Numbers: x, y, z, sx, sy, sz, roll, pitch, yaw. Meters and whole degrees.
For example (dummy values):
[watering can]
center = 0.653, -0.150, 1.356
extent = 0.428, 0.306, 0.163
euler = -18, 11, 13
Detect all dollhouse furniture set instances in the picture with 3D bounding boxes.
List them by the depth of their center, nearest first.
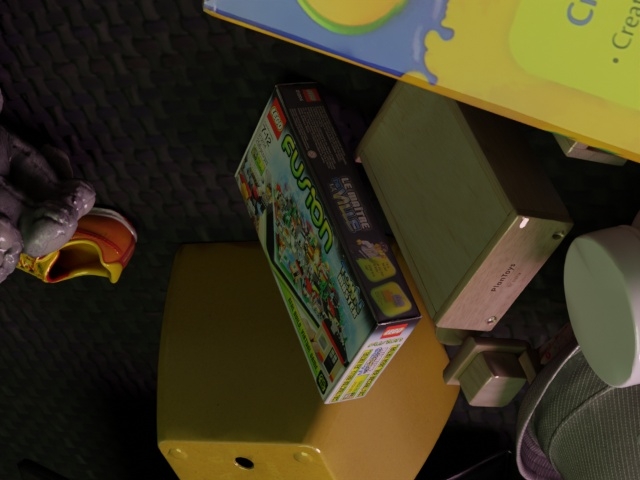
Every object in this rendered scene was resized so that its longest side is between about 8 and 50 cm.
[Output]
[dollhouse furniture set]
center = 0.228, -0.037, 0.927
extent = 0.356, 0.173, 0.303
euler = 5, 134, -30

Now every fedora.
[fedora]
center = 0.274, 0.128, 0.902
extent = 0.275, 0.124, 0.243
euler = -27, 141, 6

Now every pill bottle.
[pill bottle]
center = 0.262, 0.018, 0.771
extent = 0.216, 0.121, 0.121
euler = -13, 140, -12

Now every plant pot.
[plant pot]
center = -0.022, 0.139, 1.106
extent = 0.212, 0.187, 0.212
euler = -3, 136, 23

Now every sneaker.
[sneaker]
center = -0.247, 0.002, 1.133
extent = 0.175, 0.067, 0.064
euler = 3, 139, 21

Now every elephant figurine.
[elephant figurine]
center = -0.296, -0.091, 1.008
extent = 0.239, 0.186, 0.169
euler = 59, 170, -24

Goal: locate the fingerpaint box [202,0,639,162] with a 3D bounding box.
[fingerpaint box]
center = 0.194, -0.251, 0.488
extent = 0.371, 0.163, 0.444
euler = 19, 119, 4

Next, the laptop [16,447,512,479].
[laptop]
center = -0.044, 0.322, 1.356
extent = 0.408, 0.236, 0.382
euler = 21, 145, 21

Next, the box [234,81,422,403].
[box]
center = 0.000, 0.000, 0.943
extent = 0.036, 0.207, 0.114
euler = -7, 148, -27
